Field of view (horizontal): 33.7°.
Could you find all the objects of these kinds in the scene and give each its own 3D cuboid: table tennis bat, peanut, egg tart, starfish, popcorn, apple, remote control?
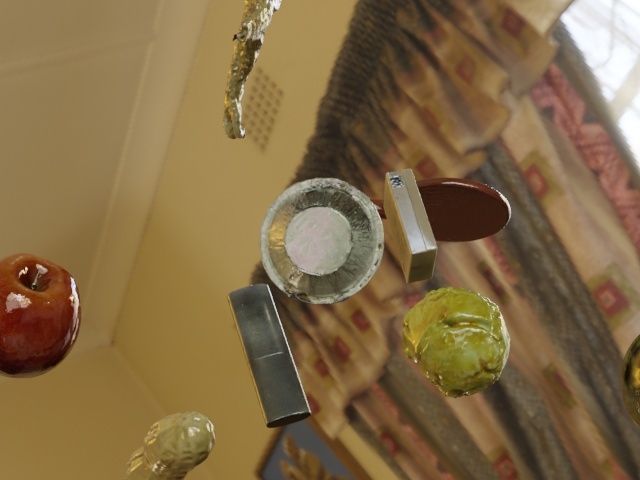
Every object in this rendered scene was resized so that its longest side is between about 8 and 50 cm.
[{"bbox_3d":[0.263,-0.073,2.631,0.414,0.051,0.268,2,-31,9],"label":"table tennis bat"},{"bbox_3d":[-0.320,0.450,2.202,0.130,0.130,0.290,-13,-29,-47],"label":"peanut"},{"bbox_3d":[0.000,0.000,1.913,0.234,0.234,0.094,-43,-6,2],"label":"egg tart"},{"bbox_3d":[-0.109,-0.410,1.825,0.324,0.082,0.432,153,127,-78],"label":"starfish"},{"bbox_3d":[0.263,0.193,2.046,0.204,0.221,0.184,-34,-44,11],"label":"popcorn"},{"bbox_3d":[-0.550,0.140,1.953,0.218,0.218,0.201,-12,-41,-49],"label":"apple"},{"bbox_3d":[-0.125,0.264,2.481,0.107,0.378,0.044,-17,-37,-6],"label":"remote control"}]

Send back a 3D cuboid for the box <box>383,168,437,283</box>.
[{"bbox_3d":[0.184,-0.030,2.202,0.058,0.201,0.141,-11,-29,-6],"label":"box"}]

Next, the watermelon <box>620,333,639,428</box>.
[{"bbox_3d":[0.627,0.236,1.712,0.269,0.269,0.269,-33,-26,-18],"label":"watermelon"}]
